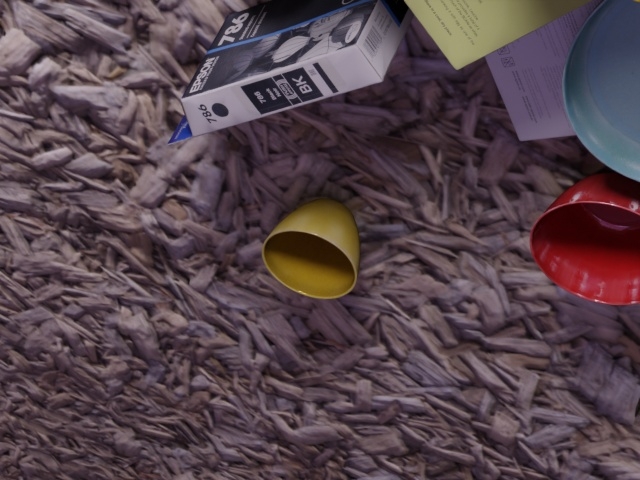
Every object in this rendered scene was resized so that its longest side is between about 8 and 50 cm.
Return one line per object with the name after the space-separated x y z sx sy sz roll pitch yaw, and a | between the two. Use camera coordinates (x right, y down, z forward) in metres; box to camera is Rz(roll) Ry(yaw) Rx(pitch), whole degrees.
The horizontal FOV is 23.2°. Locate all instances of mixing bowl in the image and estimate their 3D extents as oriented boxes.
0.355 -0.016 1.897 0.181 0.098 0.181 15 142 12 | mixing bowl

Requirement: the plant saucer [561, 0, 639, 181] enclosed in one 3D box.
0.417 -0.183 1.662 0.318 0.043 0.317 3 134 3 | plant saucer

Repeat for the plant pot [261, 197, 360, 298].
0.000 0.000 2.103 0.134 0.095 0.134 15 140 13 | plant pot

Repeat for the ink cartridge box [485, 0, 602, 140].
0.296 -0.213 1.740 0.224 0.045 0.223 -4 135 28 | ink cartridge box

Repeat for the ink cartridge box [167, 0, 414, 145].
-0.048 -0.217 1.819 0.333 0.165 0.065 -15 128 37 | ink cartridge box

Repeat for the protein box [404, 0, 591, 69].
0.172 -0.320 1.571 0.201 0.136 0.200 -26 122 26 | protein box
